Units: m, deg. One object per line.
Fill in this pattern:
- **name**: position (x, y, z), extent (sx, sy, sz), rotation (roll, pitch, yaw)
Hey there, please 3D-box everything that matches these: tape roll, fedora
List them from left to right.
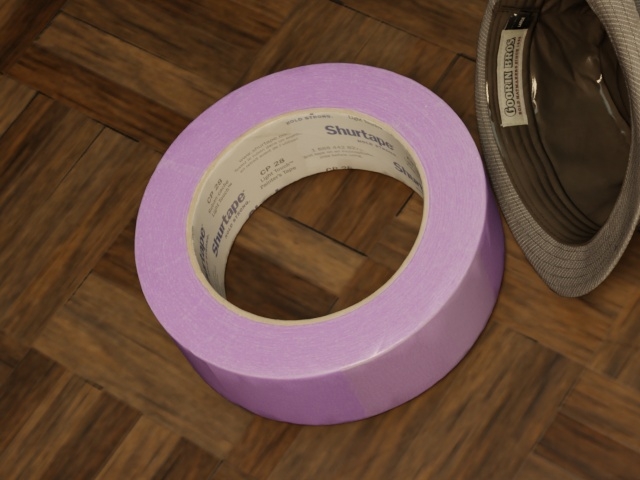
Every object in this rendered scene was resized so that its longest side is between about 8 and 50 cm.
- **tape roll**: position (0.000, 0.000, 1.324), extent (0.274, 0.090, 0.275), rotation (-7, 58, 12)
- **fedora**: position (0.221, -0.096, 1.281), extent (0.124, 0.244, 0.275), rotation (-4, 45, -22)
